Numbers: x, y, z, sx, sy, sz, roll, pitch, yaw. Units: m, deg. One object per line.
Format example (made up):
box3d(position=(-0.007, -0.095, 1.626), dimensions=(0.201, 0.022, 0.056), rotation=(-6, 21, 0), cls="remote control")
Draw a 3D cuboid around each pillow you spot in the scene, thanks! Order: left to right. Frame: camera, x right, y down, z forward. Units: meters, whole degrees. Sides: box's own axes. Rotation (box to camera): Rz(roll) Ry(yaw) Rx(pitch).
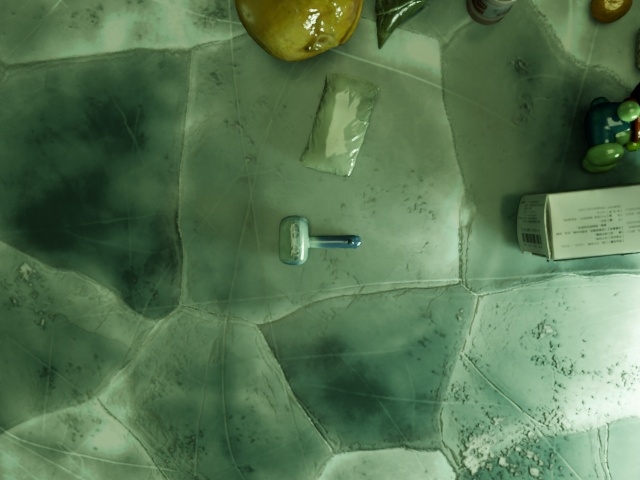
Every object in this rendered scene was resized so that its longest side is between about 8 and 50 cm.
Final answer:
box3d(position=(0.043, -0.265, 1.256), dimensions=(0.128, 0.051, 0.229), rotation=(19, 97, 5), cls="pillow")

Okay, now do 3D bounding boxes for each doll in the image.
box3d(position=(0.709, -0.263, 1.145), dimensions=(0.322, 0.198, 0.186), rotation=(-14, 81, 14), cls="doll")

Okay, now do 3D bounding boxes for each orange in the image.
box3d(position=(0.632, -0.517, 1.189), dimensions=(0.083, 0.070, 0.083), rotation=(3, 105, 10), cls="orange")

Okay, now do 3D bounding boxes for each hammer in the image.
box3d(position=(0.000, 0.000, 1.278), dimensions=(0.194, 0.069, 0.116), rotation=(0, 94, -5), cls="hammer")

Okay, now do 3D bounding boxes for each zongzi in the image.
box3d(position=(0.199, -0.508, 1.238), dimensions=(0.154, 0.062, 0.130), rotation=(-10, 115, -11), cls="zongzi")

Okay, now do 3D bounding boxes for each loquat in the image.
box3d(position=(-0.050, -0.526, 1.143), dimensions=(0.276, 0.276, 0.284), rotation=(-17, 90, 5), cls="loquat")

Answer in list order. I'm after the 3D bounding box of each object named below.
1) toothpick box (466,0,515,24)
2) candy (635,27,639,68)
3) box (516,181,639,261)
box3d(position=(0.375, -0.531, 1.163), dimensions=(0.098, 0.149, 0.098), rotation=(0, 95, 3), cls="toothpick box")
box3d(position=(0.742, -0.424, 1.189), dimensions=(0.095, 0.085, 0.110), rotation=(4, 106, 12), cls="candy")
box3d(position=(0.614, -0.045, 1.176), dimensions=(0.333, 0.173, 0.145), rotation=(-6, 92, 4), cls="box")
